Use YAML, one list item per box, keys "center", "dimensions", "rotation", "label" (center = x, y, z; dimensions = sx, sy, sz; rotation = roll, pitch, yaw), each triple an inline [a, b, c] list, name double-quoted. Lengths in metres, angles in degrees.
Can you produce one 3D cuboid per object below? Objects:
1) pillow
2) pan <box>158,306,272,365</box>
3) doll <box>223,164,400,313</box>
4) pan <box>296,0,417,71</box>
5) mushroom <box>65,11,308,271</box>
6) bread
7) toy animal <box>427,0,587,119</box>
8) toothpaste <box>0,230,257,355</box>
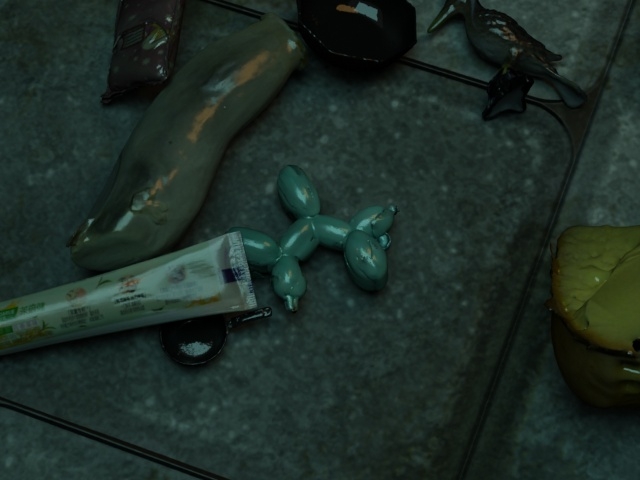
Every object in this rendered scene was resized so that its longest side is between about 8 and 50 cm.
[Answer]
- center: [-0.182, -0.230, 1.831]
  dimensions: [0.118, 0.043, 0.185]
  rotation: [-15, 54, 41]
  label: "pillow"
- center: [-0.103, 0.089, 1.710]
  dimensions: [0.115, 0.023, 0.068]
  rotation: [-14, 65, -1]
  label: "pan"
- center: [0.000, 0.000, 1.728]
  dimensions: [0.158, 0.059, 0.159]
  rotation: [41, 72, 20]
  label: "doll"
- center: [0.010, -0.253, 1.833]
  dimensions: [0.128, 0.048, 0.202]
  rotation: [-30, 69, -36]
  label: "pan"
- center: [-0.136, -0.103, 1.762]
  dimensions: [0.109, 0.097, 0.351]
  rotation: [27, 67, 18]
  label: "mushroom"
- center: [0.311, 0.082, 1.626]
  dimensions: [0.204, 0.162, 0.262]
  rotation: [3, 24, 5]
  label: "bread"
- center: [0.189, -0.208, 1.822]
  dimensions: [0.105, 0.070, 0.202]
  rotation: [-24, 64, -23]
  label: "toy animal"
- center: [-0.223, 0.064, 1.697]
  dimensions: [0.314, 0.058, 0.056]
  rotation: [-13, 39, 0]
  label: "toothpaste"
